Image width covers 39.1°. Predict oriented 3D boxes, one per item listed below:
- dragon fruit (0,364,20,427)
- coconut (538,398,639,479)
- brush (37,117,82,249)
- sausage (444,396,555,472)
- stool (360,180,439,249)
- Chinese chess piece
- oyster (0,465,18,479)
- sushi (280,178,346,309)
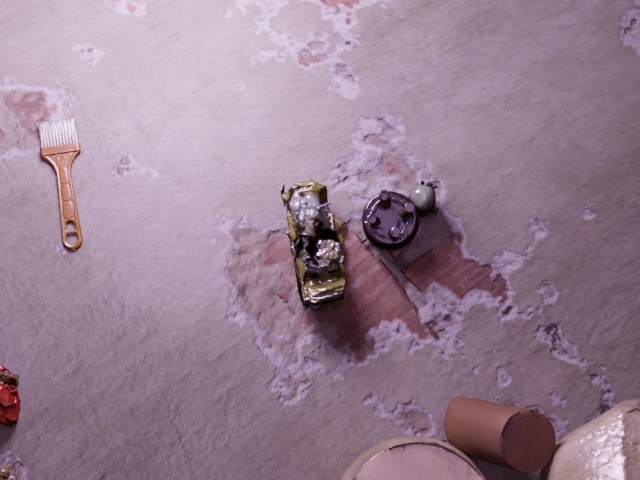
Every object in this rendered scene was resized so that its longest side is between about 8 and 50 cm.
[{"bbox_3d":[-0.683,0.302,1.847,0.162,0.083,0.106,26,71,6],"label":"dragon fruit"},{"bbox_3d":[0.590,0.527,1.717,0.405,0.404,0.404,1,73,-3],"label":"coconut"},{"bbox_3d":[-0.572,-0.127,2.016,0.090,0.017,0.314,-10,75,-7],"label":"brush"},{"bbox_3d":[0.346,0.384,1.807,0.123,0.253,0.123,1,86,-21],"label":"sausage"},{"bbox_3d":[0.178,-0.062,1.994,0.217,0.121,0.125,-31,76,-7],"label":"stool"},{"bbox_3d":[0.188,0.560,1.795,0.338,0.140,0.338,1,73,-2],"label":"Chinese chess piece"},{"bbox_3d":[-0.639,0.525,1.797,0.103,0.051,0.148,-7,63,-13],"label":"oyster"},{"bbox_3d":[0.000,0.002,1.958,0.139,0.131,0.291,-9,66,-5],"label":"sushi"}]
